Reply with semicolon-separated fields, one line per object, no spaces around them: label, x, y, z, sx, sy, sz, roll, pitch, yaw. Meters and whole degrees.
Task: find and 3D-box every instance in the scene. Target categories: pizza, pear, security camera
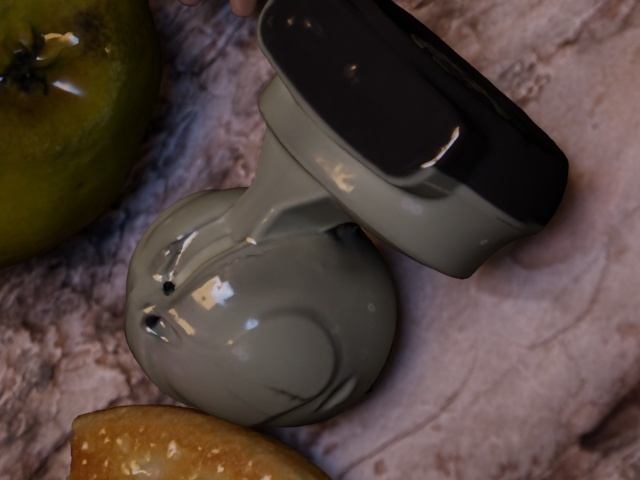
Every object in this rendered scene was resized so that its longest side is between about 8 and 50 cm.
pizza;-0.073;0.233;1.030;0.290;0.081;0.228;24;83;31
pear;-0.280;-0.116;1.129;0.375;0.287;0.287;2;78;45
security camera;0.000;0.000;0.990;0.277;0.191;0.197;-49;59;12

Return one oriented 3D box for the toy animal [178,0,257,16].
toy animal;-0.055;-0.282;1.112;0.149;0.165;0.248;2;84;52
